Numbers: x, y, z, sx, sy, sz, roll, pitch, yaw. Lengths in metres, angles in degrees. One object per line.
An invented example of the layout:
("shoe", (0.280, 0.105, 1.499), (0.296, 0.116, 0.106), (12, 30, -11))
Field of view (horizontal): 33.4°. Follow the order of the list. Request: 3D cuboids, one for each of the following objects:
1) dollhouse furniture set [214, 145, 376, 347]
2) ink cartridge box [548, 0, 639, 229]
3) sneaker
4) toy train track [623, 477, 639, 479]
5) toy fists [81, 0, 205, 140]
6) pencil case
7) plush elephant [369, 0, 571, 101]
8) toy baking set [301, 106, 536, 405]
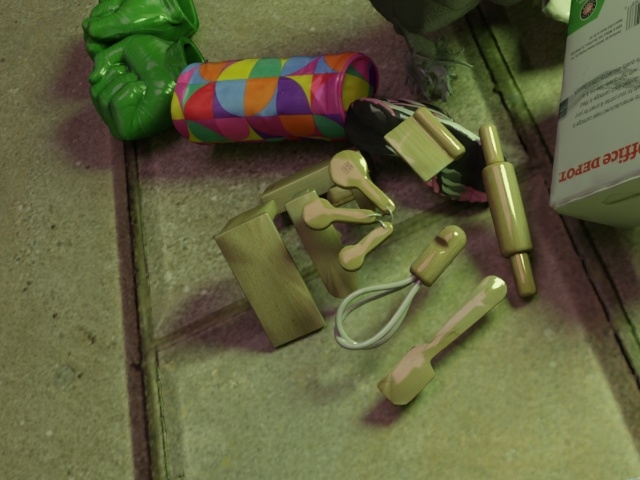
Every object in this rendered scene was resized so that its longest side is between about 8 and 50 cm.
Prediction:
("dollhouse furniture set", (0.000, 0.000, 1.068), (0.144, 0.123, 0.151), (-24, 13, 14))
("ink cartridge box", (0.272, -0.126, 0.877), (0.153, 0.086, 0.209), (157, 126, -65))
("sneaker", (0.115, -0.103, 1.048), (0.178, 0.072, 0.077), (33, 37, 26))
("toy train track", (0.236, 0.180, 0.794), (0.083, 0.014, 0.048), (-16, 50, 22))
("toy fists", (-0.228, -0.235, 1.339), (0.142, 0.096, 0.279), (-28, 48, 12))
("pencil case", (-0.050, -0.153, 1.166), (0.236, 0.104, 0.104), (4, 59, 32))
("plush elephant", (0.166, -0.320, 1.033), (0.255, 0.330, 0.272), (-38, 50, -15))
("toy baking set", (0.093, 0.009, 0.954), (0.196, 0.030, 0.256), (-17, 74, 4))
